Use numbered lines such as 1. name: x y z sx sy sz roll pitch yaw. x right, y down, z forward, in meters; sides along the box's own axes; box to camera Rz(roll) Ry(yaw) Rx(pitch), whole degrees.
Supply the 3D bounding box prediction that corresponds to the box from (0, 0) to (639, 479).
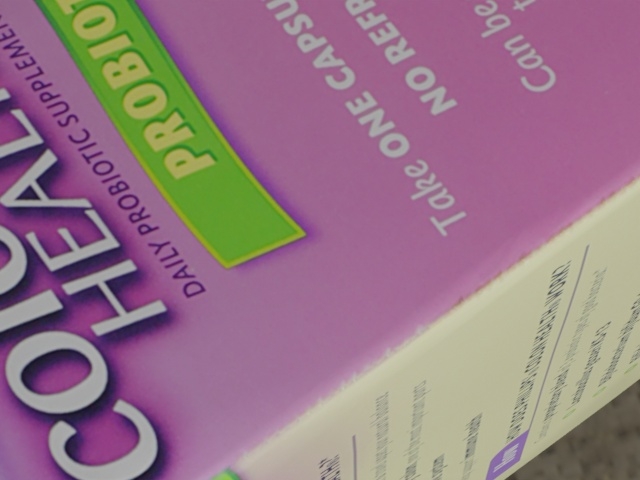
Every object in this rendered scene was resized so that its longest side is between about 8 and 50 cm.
1. box: 0.000 0.000 0.456 0.243 0.117 0.213 -35 163 -10
